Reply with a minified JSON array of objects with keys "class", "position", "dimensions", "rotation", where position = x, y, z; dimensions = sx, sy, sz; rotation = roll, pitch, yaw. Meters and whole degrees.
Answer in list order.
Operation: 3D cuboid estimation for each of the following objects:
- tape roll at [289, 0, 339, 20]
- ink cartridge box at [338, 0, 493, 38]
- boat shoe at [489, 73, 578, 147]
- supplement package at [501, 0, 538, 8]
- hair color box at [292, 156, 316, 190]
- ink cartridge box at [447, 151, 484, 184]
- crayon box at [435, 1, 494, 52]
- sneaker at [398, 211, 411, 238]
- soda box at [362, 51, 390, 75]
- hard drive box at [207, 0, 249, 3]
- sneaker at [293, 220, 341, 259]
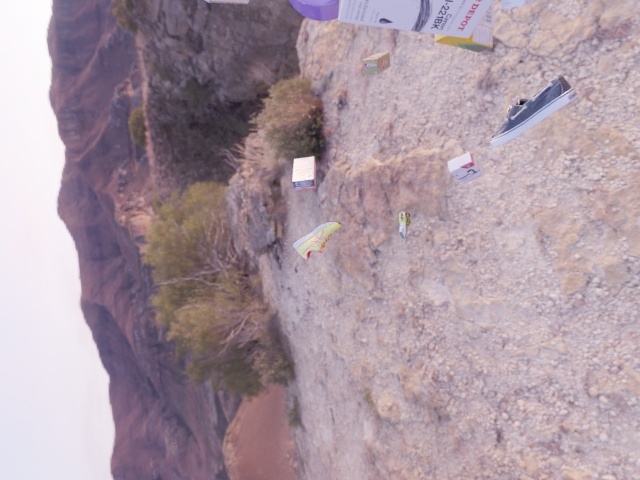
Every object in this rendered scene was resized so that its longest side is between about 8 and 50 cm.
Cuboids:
[{"class":"tape roll","position":[0.006,-0.594,0.935],"dimensions":[0.080,0.189,0.189],"rotation":[-56,-37,-83]},{"class":"ink cartridge box","position":[0.181,-0.487,0.765],"dimensions":[0.197,0.272,0.114],"rotation":[116,157,-77]},{"class":"boat shoe","position":[0.472,-0.293,0.982],"dimensions":[0.070,0.078,0.219],"rotation":[55,146,2]},{"class":"supplement package","position":[0.834,-1.018,1.735],"dimensions":[0.105,0.179,0.105],"rotation":[26,137,52]},{"class":"hair color box","position":[-0.068,-0.290,1.842],"dimensions":[0.167,0.093,0.053],"rotation":[-89,-10,-47]},{"class":"ink cartridge box","position":[0.682,-0.335,1.995],"dimensions":[0.109,0.150,0.063],"rotation":[-25,56,35]},{"class":"crayon box","position":[0.610,-0.959,1.860],"dimensions":[0.083,0.323,0.203],"rotation":[9,100,62]},{"class":"sneaker","position":[0.260,-0.047,1.302],"dimensions":[0.031,0.035,0.083],"rotation":[-148,52,-63]},{"class":"soda box","position":[0.219,-0.685,1.655],"dimensions":[0.061,0.181,0.058],"rotation":[3,121,24]},{"class":"hard drive box","position":[-0.220,-0.669,1.006],"dimensions":[0.181,0.089,0.232],"rotation":[-60,2,30]},{"class":"sneaker","position":[0.000,0.000,1.653],"dimensions":[0.208,0.081,0.094],"rotation":[-34,79,17]}]
